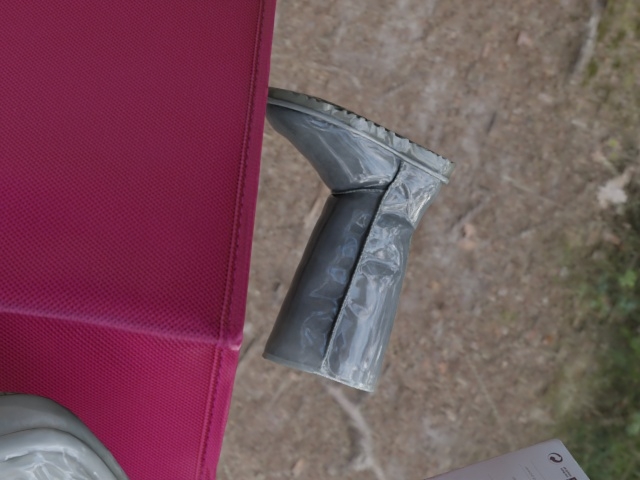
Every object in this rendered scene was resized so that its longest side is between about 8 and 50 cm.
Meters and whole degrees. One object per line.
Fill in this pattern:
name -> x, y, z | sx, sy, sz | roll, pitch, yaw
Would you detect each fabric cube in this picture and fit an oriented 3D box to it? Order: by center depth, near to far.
fabric cube -> -0.168, 0.009, 0.548 | 0.258, 0.254, 0.259 | 7, 136, -6

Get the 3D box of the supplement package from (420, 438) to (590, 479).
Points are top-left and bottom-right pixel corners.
supplement package -> 0.075, 0.242, 0.592 | 0.203, 0.194, 0.149 | -12, 132, -21

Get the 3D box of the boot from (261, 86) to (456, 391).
boot -> -0.001, 0.000, 0.929 | 0.190, 0.076, 0.208 | 25, 95, -12

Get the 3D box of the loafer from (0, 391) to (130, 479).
loafer -> -0.106, 0.175, 0.419 | 0.112, 0.111, 0.319 | -16, 127, -25
